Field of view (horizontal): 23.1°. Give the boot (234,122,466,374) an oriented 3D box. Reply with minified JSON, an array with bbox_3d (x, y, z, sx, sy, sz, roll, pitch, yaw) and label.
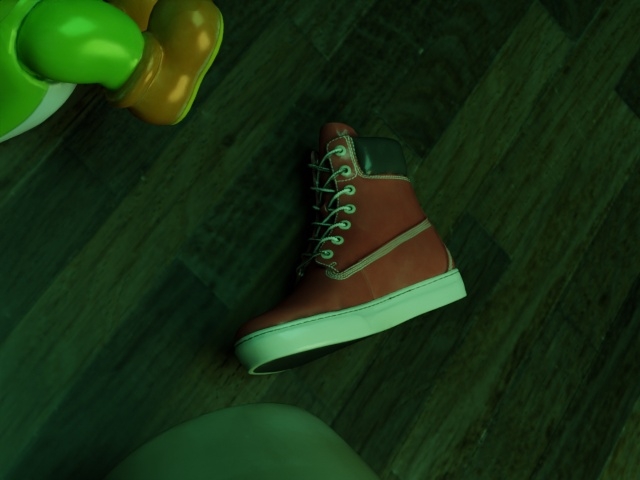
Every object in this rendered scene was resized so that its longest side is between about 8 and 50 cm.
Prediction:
[{"bbox_3d":[0.000,0.000,1.255,0.244,0.088,0.176,-21,88,-46],"label":"boot"}]

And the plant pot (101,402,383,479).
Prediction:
[{"bbox_3d":[-0.027,0.271,1.010,0.323,0.323,0.280,1,44,-36],"label":"plant pot"}]

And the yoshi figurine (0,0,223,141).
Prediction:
[{"bbox_3d":[-0.251,-0.209,1.083,0.362,0.203,0.203,12,56,-30],"label":"yoshi figurine"}]
